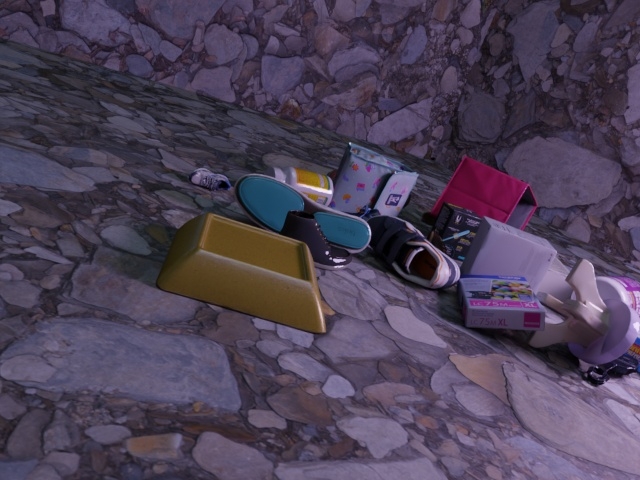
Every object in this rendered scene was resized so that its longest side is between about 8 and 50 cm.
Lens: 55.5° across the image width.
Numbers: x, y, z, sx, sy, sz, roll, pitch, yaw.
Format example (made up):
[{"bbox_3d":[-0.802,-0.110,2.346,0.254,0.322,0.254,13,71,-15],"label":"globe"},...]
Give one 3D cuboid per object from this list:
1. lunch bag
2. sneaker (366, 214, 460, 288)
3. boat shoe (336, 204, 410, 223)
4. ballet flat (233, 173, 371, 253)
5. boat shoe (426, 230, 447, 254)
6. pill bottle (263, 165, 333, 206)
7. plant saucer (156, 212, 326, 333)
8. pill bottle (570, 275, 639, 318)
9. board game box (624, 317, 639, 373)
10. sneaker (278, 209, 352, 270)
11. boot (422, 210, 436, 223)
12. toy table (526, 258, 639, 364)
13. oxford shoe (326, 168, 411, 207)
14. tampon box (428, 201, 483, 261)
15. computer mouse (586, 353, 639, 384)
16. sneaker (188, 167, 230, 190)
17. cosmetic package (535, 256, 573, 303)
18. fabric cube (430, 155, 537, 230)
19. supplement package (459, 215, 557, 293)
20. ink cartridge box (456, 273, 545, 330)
[{"bbox_3d":[0.178,-0.180,2.082,0.262,0.223,0.160,20,23,-9],"label":"lunch bag"},{"bbox_3d":[0.233,0.022,1.694,0.321,0.126,0.127,33,15,30],"label":"sneaker"},{"bbox_3d":[0.163,-0.065,1.938,0.258,0.089,0.109,13,19,-25],"label":"boat shoe"},{"bbox_3d":[-0.056,-0.063,1.652,0.400,0.139,0.139,21,16,-16],"label":"ballet flat"},{"bbox_3d":[0.362,0.031,1.920,0.073,0.073,0.207,24,24,3],"label":"boat shoe"},{"bbox_3d":[-0.074,-0.169,1.930,0.208,0.117,0.117,10,20,-32],"label":"pill bottle"},{"bbox_3d":[-0.144,0.044,1.260,0.333,0.081,0.333,18,17,-12],"label":"plant saucer"},{"bbox_3d":[0.923,0.196,1.907,0.301,0.169,0.169,2,25,-45],"label":"pill bottle"},{"bbox_3d":[0.990,0.336,1.696,0.308,0.086,0.302,2,25,-48],"label":"board game box"},{"bbox_3d":[0.000,0.000,1.494,0.222,0.118,0.083,10,20,-33],"label":"sneaker"},{"bbox_3d":[0.484,-0.088,2.434,0.158,0.059,0.084,14,10,2],"label":"boot"},{"bbox_3d":[0.644,0.192,1.513,0.161,0.252,0.274,33,-12,0],"label":"toy table"},{"bbox_3d":[0.187,-0.215,2.381,0.348,0.123,0.130,17,12,-17],"label":"oxford shoe"},{"bbox_3d":[0.451,-0.030,2.052,0.120,0.161,0.101,17,17,-17],"label":"tampon box"},{"bbox_3d":[0.719,0.327,1.504,0.242,0.041,0.071,-5,22,-42],"label":"computer mouse"},{"bbox_3d":[-0.317,-0.174,1.769,0.135,0.052,0.058,4,28,-43],"label":"sneaker"},{"bbox_3d":[0.733,0.106,2.053,0.160,0.113,0.309,21,18,1],"label":"cosmetic package"},{"bbox_3d":[0.599,-0.112,2.224,0.258,0.259,0.254,31,1,29],"label":"fabric cube"},{"bbox_3d":[0.549,0.062,1.806,0.203,0.194,0.149,22,16,1],"label":"supplement package"},{"bbox_3d":[0.461,0.149,1.598,0.186,0.065,0.311,2,13,7],"label":"ink cartridge box"}]
